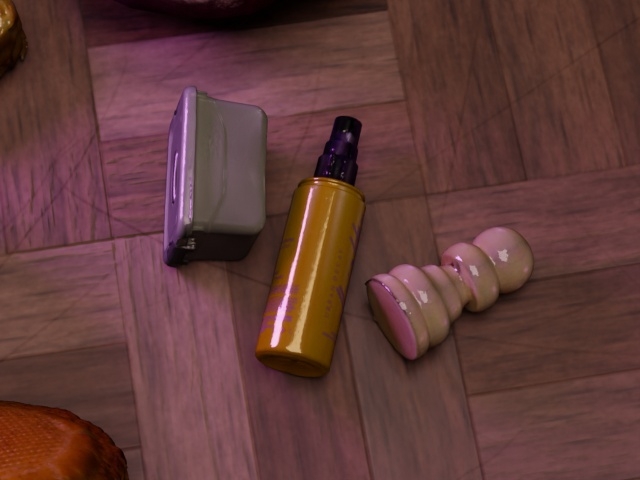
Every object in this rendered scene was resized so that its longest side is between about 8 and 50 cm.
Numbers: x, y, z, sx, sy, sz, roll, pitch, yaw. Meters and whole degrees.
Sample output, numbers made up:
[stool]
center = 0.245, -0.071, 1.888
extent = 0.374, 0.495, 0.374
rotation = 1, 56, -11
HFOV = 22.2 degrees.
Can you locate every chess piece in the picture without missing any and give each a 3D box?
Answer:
[chess piece]
center = 0.140, 0.041, 1.662
extent = 0.170, 0.094, 0.094
rotation = -29, 75, -16

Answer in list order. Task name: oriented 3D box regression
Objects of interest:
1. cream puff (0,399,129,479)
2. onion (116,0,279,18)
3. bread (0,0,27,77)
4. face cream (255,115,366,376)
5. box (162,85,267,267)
[cream puff]
center = -0.327, 0.268, 1.473
extent = 0.303, 0.303, 0.212
rotation = 6, 110, -1
[onion]
center = -0.104, -0.425, 1.635
extent = 0.398, 0.420, 0.398
rotation = 2, 81, -13
[bread]
center = -0.421, -0.244, 1.729
extent = 0.181, 0.096, 0.222
rotation = -37, 77, -12
[face cream]
center = 0.000, 0.000, 1.673
extent = 0.078, 0.078, 0.273
rotation = 13, 70, 1
[box]
center = -0.106, -0.061, 1.671
extent = 0.092, 0.124, 0.172
rotation = 5, 71, -12
